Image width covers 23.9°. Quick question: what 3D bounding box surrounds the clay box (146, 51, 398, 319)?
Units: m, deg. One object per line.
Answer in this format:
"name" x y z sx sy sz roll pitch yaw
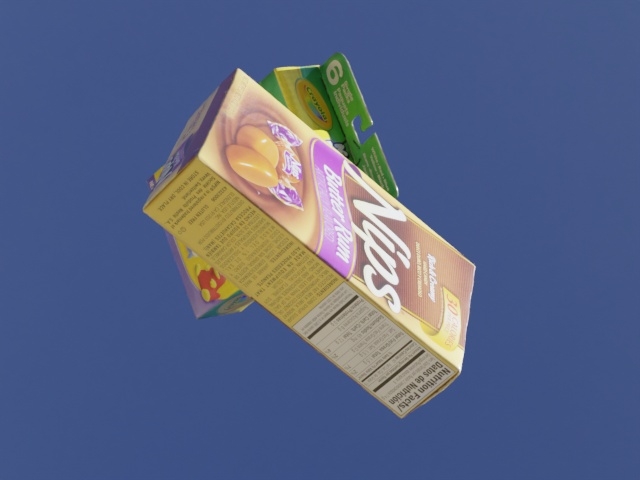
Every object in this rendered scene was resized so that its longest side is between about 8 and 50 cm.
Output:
"clay box" -0.041 -0.040 1.154 0.222 0.053 0.127 -36 -110 46

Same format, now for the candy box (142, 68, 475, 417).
"candy box" 0.000 0.000 0.839 0.053 0.186 0.109 -41 -163 29
